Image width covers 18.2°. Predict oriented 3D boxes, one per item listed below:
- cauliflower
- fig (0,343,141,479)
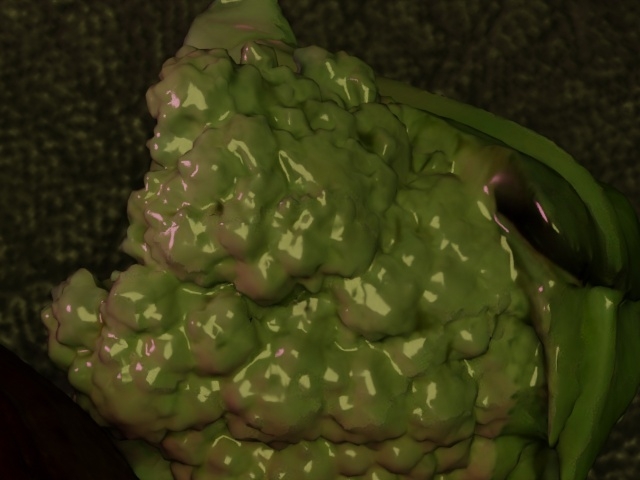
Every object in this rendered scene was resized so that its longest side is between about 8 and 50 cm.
[{"bbox_3d":[0.000,0.000,0.776,0.256,0.239,0.315,-9,45,-21],"label":"cauliflower"},{"bbox_3d":[-0.176,0.078,0.666,0.217,0.217,0.321,-24,58,-7],"label":"fig"}]
